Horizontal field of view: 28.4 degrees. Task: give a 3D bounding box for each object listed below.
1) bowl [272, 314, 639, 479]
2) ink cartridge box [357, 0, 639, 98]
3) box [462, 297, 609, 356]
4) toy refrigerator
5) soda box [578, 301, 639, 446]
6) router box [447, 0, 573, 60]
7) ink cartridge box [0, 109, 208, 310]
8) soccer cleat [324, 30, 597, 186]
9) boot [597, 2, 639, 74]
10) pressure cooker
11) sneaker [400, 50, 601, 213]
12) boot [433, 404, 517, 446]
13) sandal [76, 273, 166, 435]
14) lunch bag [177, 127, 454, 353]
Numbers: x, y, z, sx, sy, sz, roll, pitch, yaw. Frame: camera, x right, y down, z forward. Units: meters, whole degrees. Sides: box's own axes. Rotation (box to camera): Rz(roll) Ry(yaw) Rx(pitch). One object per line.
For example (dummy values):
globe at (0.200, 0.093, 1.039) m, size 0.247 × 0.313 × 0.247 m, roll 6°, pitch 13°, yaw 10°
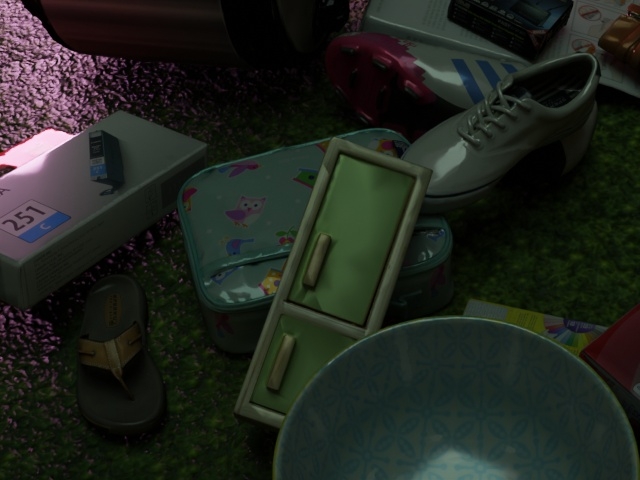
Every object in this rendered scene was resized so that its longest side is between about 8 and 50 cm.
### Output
bowl at (0.112, 0.220, 1.040) m, size 0.289 × 0.156 × 0.289 m, roll -4°, pitch 47°, yaw 5°
ink cartridge box at (0.261, -0.290, 1.607) m, size 0.385 × 0.091 × 0.308 m, roll 18°, pitch 48°, yaw 2°
box at (0.214, 0.120, 1.208) m, size 0.179 × 0.043 × 0.105 m, roll 11°, pitch 48°, yaw 21°
toy refrigerator at (0.012, 0.050, 1.165) m, size 0.102 × 0.094 × 0.269 m, roll 20°, pitch 79°, yaw 1°
soda box at (0.333, 0.085, 1.154) m, size 0.263 × 0.092 × 0.083 m, roll -32°, pitch 64°, yaw -32°
router box at (0.226, -0.274, 1.499) m, size 0.122 × 0.038 × 0.092 m, roll 30°, pitch 50°, yaw 15°
ink cartridge box at (-0.314, -0.059, 1.396) m, size 0.261 × 0.066 × 0.296 m, roll 21°, pitch 39°, yaw 28°
soccer cleat at (0.164, -0.166, 1.464) m, size 0.331 × 0.116 × 0.143 m, roll 28°, pitch 47°, yaw 24°
boot at (0.388, -0.197, 1.454) m, size 0.152 × 0.073 × 0.197 m, roll 32°, pitch 41°, yaw 13°
pressure cooker at (-0.125, -0.395, 1.555) m, size 0.420 × 0.375 × 0.370 m, roll 8°, pitch 62°, yaw 16°
sneaker at (0.179, -0.121, 1.286) m, size 0.258 × 0.091 × 0.094 m, roll -33°, pitch 63°, yaw -23°
boot at (0.127, 0.170, 1.157) m, size 0.158 × 0.059 × 0.085 m, roll 40°, pitch 97°, yaw 8°
sandal at (-0.205, 0.105, 1.274) m, size 0.090 × 0.060 × 0.219 m, roll -9°, pitch 45°, yaw 0°
lunch bag at (0.000, 0.000, 1.313) m, size 0.279 × 0.108 × 0.224 m, roll -13°, pitch 45°, yaw -5°
